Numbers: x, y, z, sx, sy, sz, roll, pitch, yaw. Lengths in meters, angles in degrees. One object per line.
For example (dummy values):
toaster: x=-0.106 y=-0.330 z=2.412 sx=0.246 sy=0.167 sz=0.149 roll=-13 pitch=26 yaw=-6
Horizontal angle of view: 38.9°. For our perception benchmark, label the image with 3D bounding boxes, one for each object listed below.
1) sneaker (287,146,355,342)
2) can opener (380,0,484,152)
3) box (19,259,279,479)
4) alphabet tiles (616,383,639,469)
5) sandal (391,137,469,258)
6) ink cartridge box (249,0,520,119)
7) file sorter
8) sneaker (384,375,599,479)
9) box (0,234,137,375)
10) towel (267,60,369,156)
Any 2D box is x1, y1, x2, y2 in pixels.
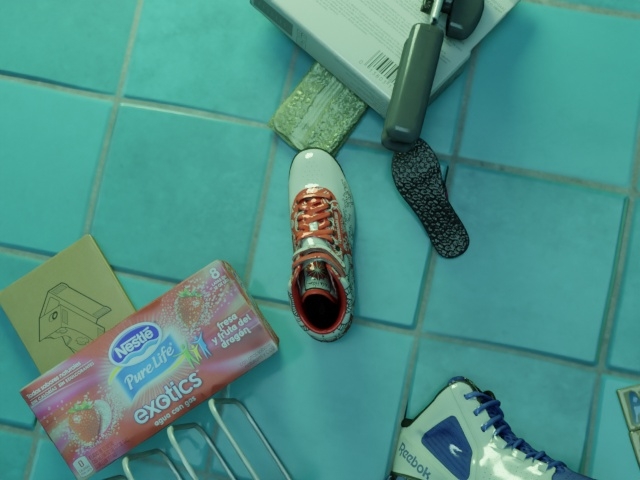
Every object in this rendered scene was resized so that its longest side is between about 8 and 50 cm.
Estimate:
sneaker: x=0.001 y=0.001 z=1.198 sx=0.090 sy=0.145 sz=0.270 roll=-4 pitch=87 yaw=4
can opener: x=0.147 y=-0.245 z=1.182 sx=0.093 sy=0.074 sz=0.280 roll=19 pitch=73 yaw=1
box: x=-0.213 y=0.162 z=1.189 sx=0.300 sy=0.154 sz=0.142 roll=-34 pitch=89 yaw=-2
alphabet tiles: x=0.560 y=0.270 z=1.184 sx=0.285 sy=0.011 sz=0.342 roll=-15 pitch=82 yaw=3
sandal: x=0.150 y=-0.059 z=1.257 sx=0.067 sy=0.040 sz=0.179 roll=-25 pitch=96 yaw=8
ink cartridge box: x=0.093 y=-0.341 z=1.279 sx=0.296 sy=0.066 sz=0.261 roll=42 pitch=75 yaw=9
file sorter: x=-0.184 y=0.344 z=1.162 sx=0.278 sy=0.193 sz=0.173 roll=-34 pitch=78 yaw=1
sneaker: x=0.213 y=0.264 z=1.129 sx=0.315 sy=0.127 sz=0.182 roll=-3 pitch=71 yaw=36
box: x=-0.346 y=0.119 z=1.290 sx=0.164 sy=0.021 sz=0.201 roll=-33 pitch=82 yaw=1
towel: x=0.006 y=-0.190 z=1.289 sx=0.110 sy=0.027 sz=0.148 roll=37 pitch=88 yaw=8
